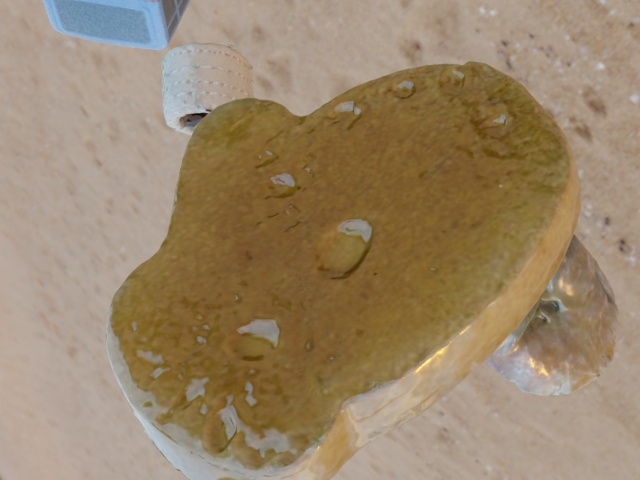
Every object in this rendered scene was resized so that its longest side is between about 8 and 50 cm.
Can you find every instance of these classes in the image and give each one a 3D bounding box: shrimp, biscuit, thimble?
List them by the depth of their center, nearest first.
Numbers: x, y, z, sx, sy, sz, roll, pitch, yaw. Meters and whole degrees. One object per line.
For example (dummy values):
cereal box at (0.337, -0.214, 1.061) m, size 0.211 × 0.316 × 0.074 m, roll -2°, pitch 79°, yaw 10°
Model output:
biscuit at (0.000, 0.001, 0.670) m, size 0.287 × 0.344 × 0.057 m, roll 38°, pitch 164°, yaw 36°
thimble at (-0.136, -0.177, 1.179) m, size 0.102 × 0.115 × 0.090 m, roll -24°, pitch 66°, yaw 53°
shrimp at (0.205, 0.028, 1.208) m, size 0.445 × 0.221 × 0.110 m, roll 38°, pitch 154°, yaw -18°

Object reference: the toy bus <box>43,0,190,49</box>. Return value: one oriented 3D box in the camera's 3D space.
toy bus at (-0.142, -0.278, 0.803) m, size 0.116 × 0.234 × 0.133 m, roll 11°, pitch 146°, yaw 11°
